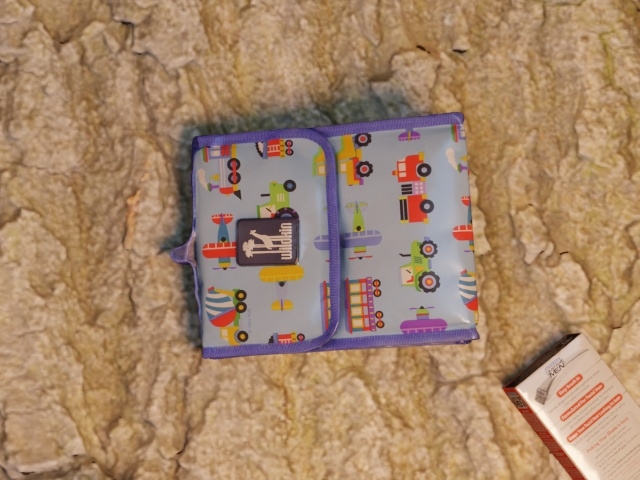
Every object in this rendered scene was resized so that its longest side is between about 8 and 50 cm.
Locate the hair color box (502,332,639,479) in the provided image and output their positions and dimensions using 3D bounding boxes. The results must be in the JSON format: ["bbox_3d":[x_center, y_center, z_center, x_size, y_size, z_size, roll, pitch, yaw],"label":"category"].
[{"bbox_3d":[0.274,0.186,1.908,0.093,0.053,0.167,-38,93,-12],"label":"hair color box"}]

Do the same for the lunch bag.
[{"bbox_3d":[0.000,0.000,1.853,0.293,0.138,0.221,-4,85,0],"label":"lunch bag"}]
